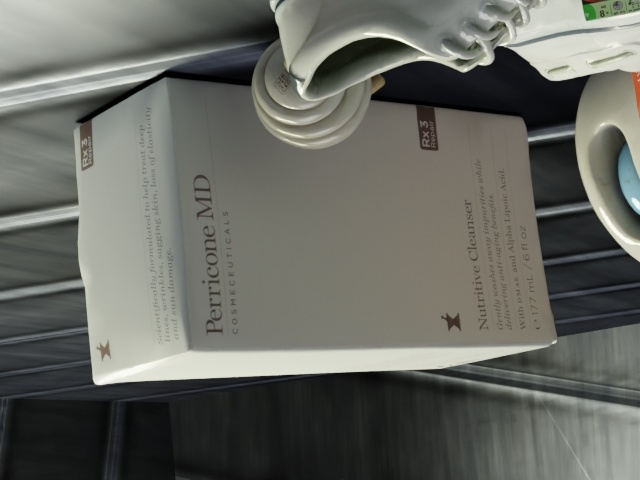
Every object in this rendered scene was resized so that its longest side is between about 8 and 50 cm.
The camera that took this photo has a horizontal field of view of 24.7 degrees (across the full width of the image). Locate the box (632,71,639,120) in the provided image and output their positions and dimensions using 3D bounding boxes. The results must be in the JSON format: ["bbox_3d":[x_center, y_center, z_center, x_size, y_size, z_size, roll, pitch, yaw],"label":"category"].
[{"bbox_3d":[0.332,-0.136,0.918,0.257,0.128,0.122,-2,169,-18],"label":"box"}]

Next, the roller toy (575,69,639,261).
[{"bbox_3d":[0.289,-0.074,1.056,0.191,0.209,0.146,27,155,-23],"label":"roller toy"}]

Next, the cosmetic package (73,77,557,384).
[{"bbox_3d":[0.000,0.000,1.211,0.385,0.217,0.156,0,168,-40],"label":"cosmetic package"}]

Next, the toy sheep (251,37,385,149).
[{"bbox_3d":[-0.005,-0.106,1.000,0.091,0.091,0.132,-9,163,11],"label":"toy sheep"}]

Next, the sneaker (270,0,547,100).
[{"bbox_3d":[0.088,-0.144,0.827,0.258,0.091,0.094,-16,165,33],"label":"sneaker"}]

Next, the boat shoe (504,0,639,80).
[{"bbox_3d":[0.183,-0.138,0.853,0.076,0.083,0.226,44,168,-19],"label":"boat shoe"}]

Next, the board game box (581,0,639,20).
[{"bbox_3d":[0.234,-0.185,0.646,0.259,0.136,0.030,-10,-150,14],"label":"board game box"}]
